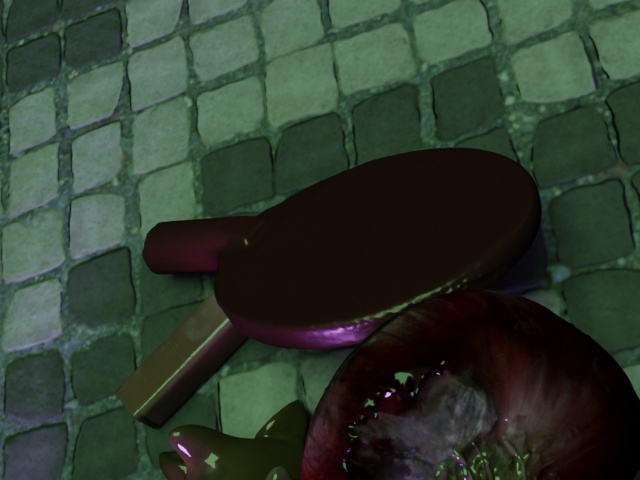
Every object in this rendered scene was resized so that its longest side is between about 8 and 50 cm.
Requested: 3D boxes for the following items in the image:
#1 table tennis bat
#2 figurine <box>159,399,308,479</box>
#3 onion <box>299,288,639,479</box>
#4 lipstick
[{"bbox_3d":[0.000,0.000,1.001,0.414,0.051,0.268,-3,34,38],"label":"table tennis bat"},{"bbox_3d":[-0.062,0.239,0.902,0.177,0.173,0.247,-24,59,14],"label":"figurine"},{"bbox_3d":[0.103,0.156,0.839,0.272,0.272,0.195,-45,29,0],"label":"onion"},{"bbox_3d":[-0.125,0.110,1.069,0.145,0.045,0.045,-45,55,-1],"label":"lipstick"}]
